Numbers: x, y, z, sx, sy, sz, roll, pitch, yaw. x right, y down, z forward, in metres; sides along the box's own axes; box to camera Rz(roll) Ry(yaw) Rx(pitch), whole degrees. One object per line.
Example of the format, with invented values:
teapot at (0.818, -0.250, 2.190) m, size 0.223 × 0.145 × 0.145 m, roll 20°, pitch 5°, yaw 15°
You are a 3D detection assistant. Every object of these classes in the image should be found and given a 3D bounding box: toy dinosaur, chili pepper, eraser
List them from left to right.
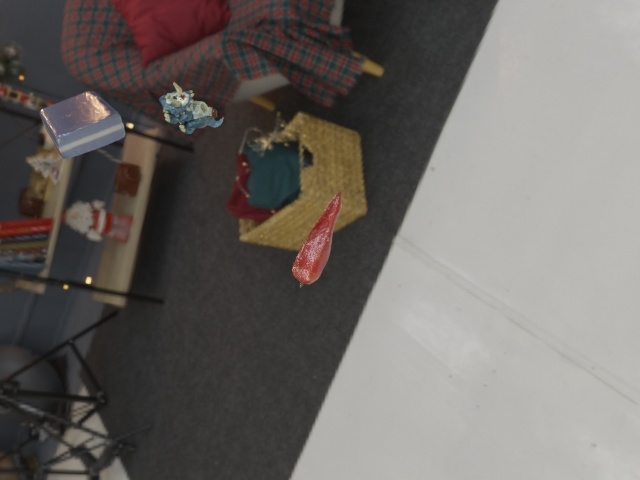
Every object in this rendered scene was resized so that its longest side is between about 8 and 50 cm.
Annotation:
eraser at (-0.311, -0.153, 1.004) m, size 0.225 × 0.082 × 0.036 m, roll 36°, pitch 147°, yaw 59°
toy dinosaur at (-0.152, -0.152, 0.914) m, size 0.047 × 0.083 × 0.031 m, roll -14°, pitch 62°, yaw 31°
chili pepper at (0.000, 0.000, 1.192) m, size 0.178 × 0.045 × 0.027 m, roll -64°, pitch -6°, yaw 17°
